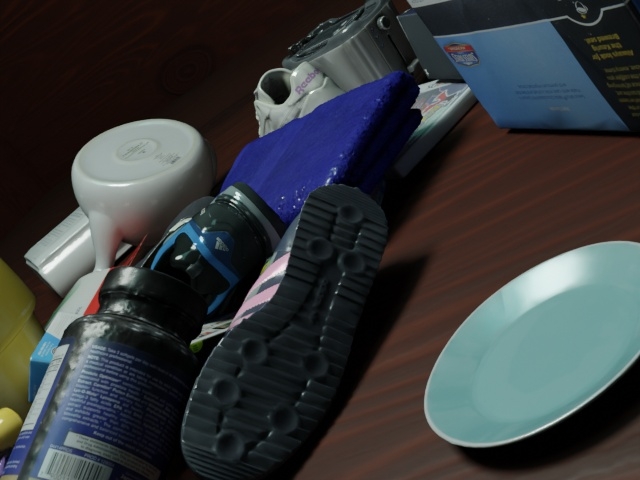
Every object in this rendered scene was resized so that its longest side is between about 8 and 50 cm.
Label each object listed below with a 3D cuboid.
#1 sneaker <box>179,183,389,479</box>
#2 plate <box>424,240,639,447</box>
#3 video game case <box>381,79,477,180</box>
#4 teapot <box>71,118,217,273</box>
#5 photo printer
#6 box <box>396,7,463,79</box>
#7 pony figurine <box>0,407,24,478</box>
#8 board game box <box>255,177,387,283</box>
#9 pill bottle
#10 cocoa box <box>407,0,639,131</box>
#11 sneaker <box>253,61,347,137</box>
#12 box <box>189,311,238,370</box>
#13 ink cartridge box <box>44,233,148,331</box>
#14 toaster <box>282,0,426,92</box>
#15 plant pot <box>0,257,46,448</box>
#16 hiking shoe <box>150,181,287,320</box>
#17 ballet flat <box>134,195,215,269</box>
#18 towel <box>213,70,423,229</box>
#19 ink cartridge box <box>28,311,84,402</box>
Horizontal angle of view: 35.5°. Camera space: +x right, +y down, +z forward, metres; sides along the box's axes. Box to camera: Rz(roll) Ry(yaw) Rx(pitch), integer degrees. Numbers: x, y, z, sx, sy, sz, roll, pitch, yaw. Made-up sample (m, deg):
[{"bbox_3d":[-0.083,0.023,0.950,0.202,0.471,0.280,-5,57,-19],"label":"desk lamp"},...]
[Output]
[{"bbox_3d":[-0.031,0.098,0.891,0.319,0.112,0.131,-59,-2,-38],"label":"sneaker"},{"bbox_3d":[0.151,0.071,0.662,0.188,0.024,0.188,-36,17,13],"label":"plate"},{"bbox_3d":[0.113,-0.143,1.277,0.201,0.023,0.183,-47,18,-21],"label":"video game case"},{"bbox_3d":[-0.289,-0.079,1.708,0.256,0.187,0.252,-15,36,-6],"label":"teapot"},{"bbox_3d":[-0.425,-0.026,1.957,0.307,0.107,0.256,-44,18,-15],"label":"photo printer"},{"bbox_3d":[0.229,-0.280,1.205,0.184,0.103,0.261,-35,16,-8],"label":"box"},{"bbox_3d":[-0.389,0.292,0.897,0.351,0.303,0.363,-6,22,47],"label":"pony figurine"},{"bbox_3d":[0.000,0.000,1.133,0.136,0.035,0.201,-31,19,27],"label":"board game box"},{"bbox_3d":[-0.170,0.137,0.819,0.123,0.123,0.219,-18,46,50],"label":"pill bottle"},{"bbox_3d":[0.257,-0.250,0.895,0.231,0.228,0.347,-42,17,-9],"label":"cocoa box"},{"bbox_3d":[-0.038,-0.177,1.441,0.114,0.152,0.305,-49,12,-23],"label":"sneaker"},{"bbox_3d":[-0.145,0.116,0.986,0.207,0.036,0.114,-19,6,-33],"label":"box"},{"bbox_3d":[-0.363,0.091,1.538,0.225,0.056,0.181,-52,12,22],"label":"ink cartridge box"},{"bbox_3d":[0.049,-0.253,1.474,0.227,0.146,0.129,-15,29,52],"label":"toaster"},{"bbox_3d":[-0.399,0.181,1.164,0.254,0.239,0.254,-35,18,14],"label":"plant pot"},{"bbox_3d":[-0.151,0.041,1.103,0.132,0.113,0.304,-40,-6,-33],"label":"hiking shoe"},{"bbox_3d":[-0.213,0.021,1.468,0.203,0.074,0.074,-46,17,-1],"label":"ballet flat"},{"bbox_3d":[-0.024,-0.071,1.193,0.308,0.076,0.228,-19,33,48],"label":"towel"},{"bbox_3d":[-0.213,0.140,1.087,0.104,0.180,0.060,-80,0,-65],"label":"ink cartridge box"}]
